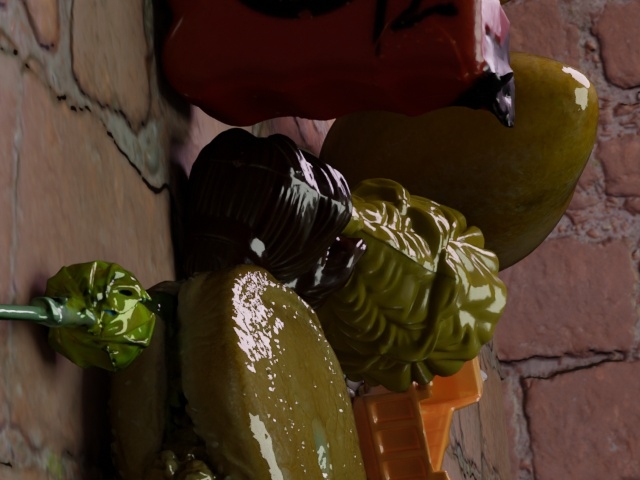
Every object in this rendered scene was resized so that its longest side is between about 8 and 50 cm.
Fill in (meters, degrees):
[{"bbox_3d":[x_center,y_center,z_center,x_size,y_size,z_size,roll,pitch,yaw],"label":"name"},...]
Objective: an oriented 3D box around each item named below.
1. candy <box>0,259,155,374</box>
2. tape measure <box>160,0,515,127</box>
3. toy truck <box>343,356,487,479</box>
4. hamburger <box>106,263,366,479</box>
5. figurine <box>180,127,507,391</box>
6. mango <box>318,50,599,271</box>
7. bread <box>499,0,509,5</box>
[{"bbox_3d":[-0.139,0.037,0.932,0.062,0.058,0.194,44,12,16],"label":"candy"},{"bbox_3d":[0.013,-0.198,1.312,0.114,0.253,0.260,34,54,-69],"label":"tape measure"},{"bbox_3d":[0.071,0.125,1.694,0.270,0.135,0.114,-66,146,-70],"label":"toy truck"},{"bbox_3d":[-0.056,0.111,1.097,0.215,0.122,0.189,11,65,-75],"label":"hamburger"},{"bbox_3d":[0.002,-0.004,1.393,0.187,0.168,0.315,40,1,27],"label":"figurine"},{"bbox_3d":[0.124,-0.068,1.698,0.384,0.221,0.199,-26,-133,64],"label":"mango"},{"bbox_3d":[0.066,-0.248,1.570,0.211,0.270,0.315,48,-17,4],"label":"bread"}]
